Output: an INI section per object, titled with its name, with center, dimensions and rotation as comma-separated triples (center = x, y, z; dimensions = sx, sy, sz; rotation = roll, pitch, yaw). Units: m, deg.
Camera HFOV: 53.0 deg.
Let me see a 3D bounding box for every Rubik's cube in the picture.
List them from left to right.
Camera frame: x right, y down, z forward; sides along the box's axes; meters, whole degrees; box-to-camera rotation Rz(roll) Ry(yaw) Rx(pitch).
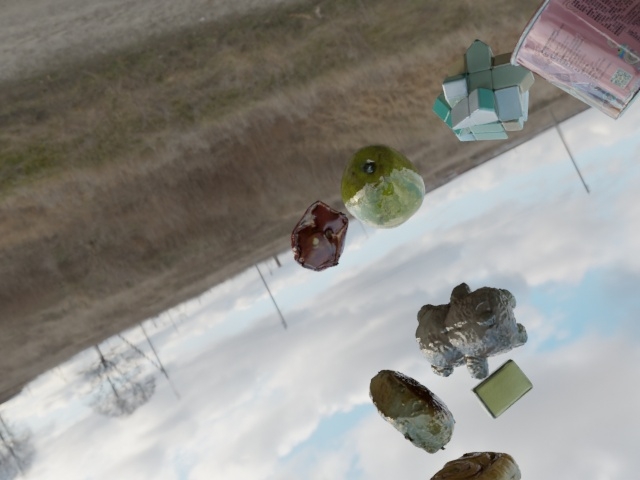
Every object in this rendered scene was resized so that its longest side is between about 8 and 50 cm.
[Rubik's cube]
center = 0.413, -0.382, 1.643
dimensions = 0.265, 0.224, 0.213
rotation = 0, 169, 27

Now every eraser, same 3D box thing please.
[eraser]
center = 0.583, 0.478, 2.071
dimensions = 0.172, 0.117, 0.058
rotation = -36, 172, -9

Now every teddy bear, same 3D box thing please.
[teddy bear]
center = 0.351, 0.216, 1.536
dimensions = 0.151, 0.236, 0.267
rotation = 6, 150, -34

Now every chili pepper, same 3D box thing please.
[chili pepper]
center = 0.000, 0.000, 1.449
dimensions = 0.136, 0.144, 0.253
rotation = -20, 175, -1

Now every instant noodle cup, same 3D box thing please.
[instant noodle cup]
center = 0.525, -0.371, 1.201
dimensions = 0.243, 0.231, 0.243
rotation = -46, 165, -16

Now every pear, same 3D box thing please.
[pear]
center = 0.188, -0.164, 1.970
dimensions = 0.253, 0.253, 0.307
rotation = -27, 157, 9

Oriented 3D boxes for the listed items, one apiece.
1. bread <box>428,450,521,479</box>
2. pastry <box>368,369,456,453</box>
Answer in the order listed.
[bread]
center = 0.360, 0.569, 1.493
dimensions = 0.198, 0.120, 0.236
rotation = -19, 173, 34
[pastry]
center = 0.190, 0.347, 1.340
dimensions = 0.093, 0.182, 0.192
rotation = -55, -167, 6
